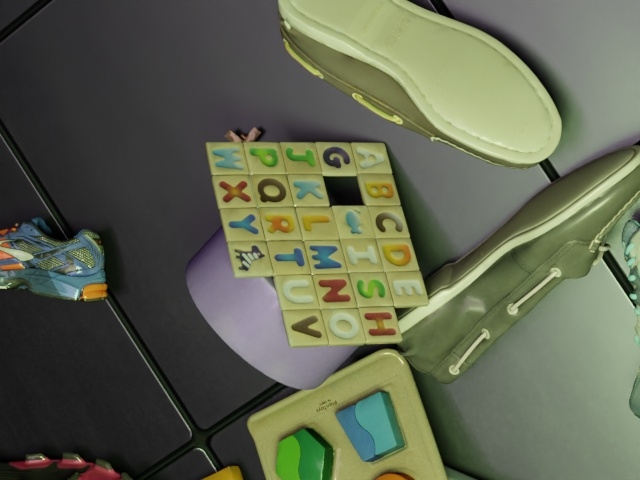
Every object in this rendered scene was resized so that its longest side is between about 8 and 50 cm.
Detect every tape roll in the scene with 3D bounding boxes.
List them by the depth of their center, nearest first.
[{"bbox_3d":[-0.042,0.058,1.853,0.189,0.189,0.080,45,110,9],"label":"tape roll"}]

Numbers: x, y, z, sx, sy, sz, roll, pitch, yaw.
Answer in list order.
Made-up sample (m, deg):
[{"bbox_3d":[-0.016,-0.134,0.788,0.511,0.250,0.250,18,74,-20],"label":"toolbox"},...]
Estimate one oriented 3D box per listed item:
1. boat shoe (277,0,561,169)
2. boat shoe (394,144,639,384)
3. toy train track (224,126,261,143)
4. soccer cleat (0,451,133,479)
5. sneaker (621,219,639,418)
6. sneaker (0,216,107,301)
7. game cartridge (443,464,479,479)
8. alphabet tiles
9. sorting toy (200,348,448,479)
[{"bbox_3d":[0.095,-0.166,1.821,0.324,0.097,0.116,32,67,9],"label":"boat shoe"},{"bbox_3d":[0.212,0.027,1.809,0.335,0.112,0.095,-37,102,26],"label":"boat shoe"},{"bbox_3d":[-0.067,-0.090,1.935,0.083,0.014,0.048,40,102,5],"label":"toy train track"},{"bbox_3d":[-0.338,0.318,2.054,0.331,0.116,0.143,6,116,21],"label":"soccer cleat"},{"bbox_3d":[0.350,0.037,1.768,0.122,0.110,0.283,23,98,28],"label":"sneaker"},{"bbox_3d":[-0.336,0.014,2.022,0.221,0.083,0.087,9,87,13],"label":"sneaker"},{"bbox_3d":[0.116,0.385,1.918,0.198,0.062,0.297,23,105,20],"label":"game cartridge"},{"bbox_3d":[0.000,0.000,1.796,0.009,0.198,0.237,121,142,-52],"label":"alphabet tiles"},{"bbox_3d":[-0.004,0.275,1.911,0.307,0.041,0.229,-29,72,28],"label":"sorting toy"}]
